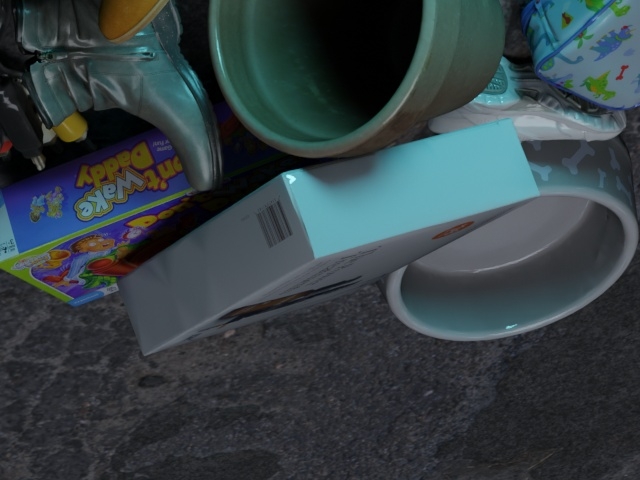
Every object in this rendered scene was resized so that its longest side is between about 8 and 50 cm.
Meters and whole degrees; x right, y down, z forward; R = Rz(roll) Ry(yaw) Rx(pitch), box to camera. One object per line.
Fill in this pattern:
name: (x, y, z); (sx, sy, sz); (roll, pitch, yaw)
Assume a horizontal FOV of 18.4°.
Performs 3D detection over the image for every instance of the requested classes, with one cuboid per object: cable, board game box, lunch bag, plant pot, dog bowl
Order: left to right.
cable: (-0.328, -0.170, 1.959); (0.139, 0.072, 0.287); (-8, 135, 11)
board game box: (-0.157, -0.044, 2.100); (0.347, 0.078, 0.233); (-21, 163, 9)
plant pot: (0.061, -0.203, 1.892); (0.263, 0.263, 0.229); (-37, 157, 29)
dog bowl: (0.216, -0.005, 2.336); (0.348, 0.102, 0.349); (-11, 146, -7)
lunch bag: (0.331, -0.236, 2.058); (0.176, 0.090, 0.219); (17, 135, -37)

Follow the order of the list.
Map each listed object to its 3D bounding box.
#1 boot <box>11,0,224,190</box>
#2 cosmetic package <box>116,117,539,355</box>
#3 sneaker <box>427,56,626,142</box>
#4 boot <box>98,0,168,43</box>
boot: (-0.198, -0.140, 1.903); (0.161, 0.083, 0.246); (-23, 107, -12)
cosmetic package: (0.000, 0.000, 2.032); (0.284, 0.097, 0.377); (-18, 173, -34)
sneaker: (0.220, -0.143, 2.168); (0.232, 0.090, 0.115); (10, 146, -18)
boot: (-0.196, -0.321, 1.724); (0.211, 0.104, 0.295); (17, 122, -29)
